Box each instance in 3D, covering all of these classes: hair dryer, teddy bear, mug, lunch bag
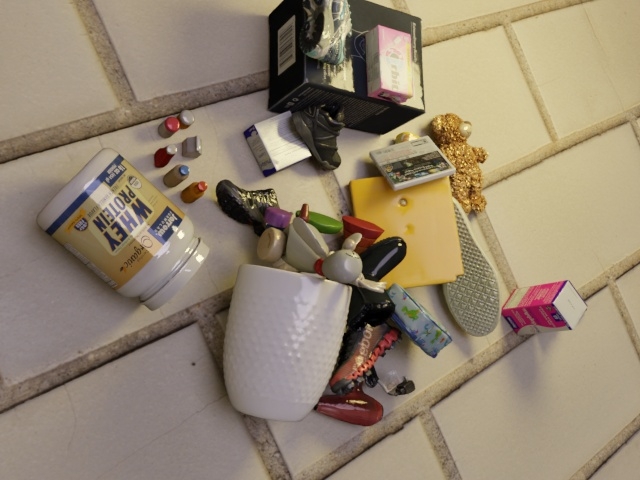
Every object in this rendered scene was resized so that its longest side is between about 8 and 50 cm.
[{"bbox_3d":[0.095,0.384,1.873,0.293,0.080,0.223,-30,77,-37],"label":"hair dryer"},{"bbox_3d":[0.442,-0.238,2.189,0.245,0.113,0.338,11,74,-32],"label":"teddy bear"},{"bbox_3d":[-0.067,0.254,1.692,0.374,0.276,0.328,22,78,-58],"label":"mug"},{"bbox_3d":[0.254,0.214,1.907,0.090,0.176,0.219,-43,140,4],"label":"lunch bag"}]

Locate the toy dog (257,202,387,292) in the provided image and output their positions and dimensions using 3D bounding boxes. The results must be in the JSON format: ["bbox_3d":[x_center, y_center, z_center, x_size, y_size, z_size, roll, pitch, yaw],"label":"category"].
[{"bbox_3d":[0.000,0.000,1.606,0.220,0.333,0.161,16,88,-50],"label":"toy dog"}]

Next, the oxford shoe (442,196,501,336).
[{"bbox_3d":[0.421,0.067,2.097,0.169,0.130,0.449,-21,93,9],"label":"oxford shoe"}]

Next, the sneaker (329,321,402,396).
[{"bbox_3d":[0.093,0.285,1.820,0.135,0.097,0.276,46,50,5],"label":"sneaker"}]

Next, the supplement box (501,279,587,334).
[{"bbox_3d":[0.686,0.210,2.175,0.111,0.220,0.114,51,60,-12],"label":"supplement box"}]

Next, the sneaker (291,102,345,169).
[{"bbox_3d":[0.028,-0.281,1.893,0.227,0.130,0.087,53,21,-44],"label":"sneaker"}]

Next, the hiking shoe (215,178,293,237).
[{"bbox_3d":[-0.170,-0.096,1.801,0.227,0.086,0.114,41,54,-29],"label":"hiking shoe"}]

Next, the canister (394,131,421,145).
[{"bbox_3d":[0.270,-0.225,2.101,0.126,0.073,0.170,20,68,-26],"label":"canister"}]

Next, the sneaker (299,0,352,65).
[{"bbox_3d":[0.024,-0.568,1.771,0.122,0.110,0.283,25,69,-43],"label":"sneaker"}]

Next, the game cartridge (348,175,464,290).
[{"bbox_3d":[0.240,-0.027,1.980,0.285,0.053,0.324,-7,84,-3],"label":"game cartridge"}]

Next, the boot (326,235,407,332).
[{"bbox_3d":[0.152,0.117,1.831,0.246,0.207,0.094,-28,132,-3],"label":"boot"}]

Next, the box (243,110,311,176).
[{"bbox_3d":[-0.114,-0.255,1.868,0.126,0.072,0.137,-28,94,-34],"label":"box"}]

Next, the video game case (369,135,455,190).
[{"bbox_3d":[0.258,-0.221,1.996,0.190,0.022,0.173,-16,46,-13],"label":"video game case"}]

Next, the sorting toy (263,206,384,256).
[{"bbox_3d":[0.001,-0.001,1.833,0.365,0.127,0.126,6,107,-37],"label":"sorting toy"}]

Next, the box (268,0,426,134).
[{"bbox_3d":[0.073,-0.492,1.954,0.395,0.212,0.293,7,75,-30],"label":"box"}]

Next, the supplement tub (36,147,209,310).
[{"bbox_3d":[-0.421,-0.020,1.532,0.316,0.228,0.228,44,60,-16],"label":"supplement tub"}]

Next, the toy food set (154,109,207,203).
[{"bbox_3d":[-0.332,-0.216,1.703,0.111,0.104,0.232,5,77,-31],"label":"toy food set"}]

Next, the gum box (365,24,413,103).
[{"bbox_3d":[0.181,-0.456,1.849,0.107,0.062,0.188,6,76,-31],"label":"gum box"}]
